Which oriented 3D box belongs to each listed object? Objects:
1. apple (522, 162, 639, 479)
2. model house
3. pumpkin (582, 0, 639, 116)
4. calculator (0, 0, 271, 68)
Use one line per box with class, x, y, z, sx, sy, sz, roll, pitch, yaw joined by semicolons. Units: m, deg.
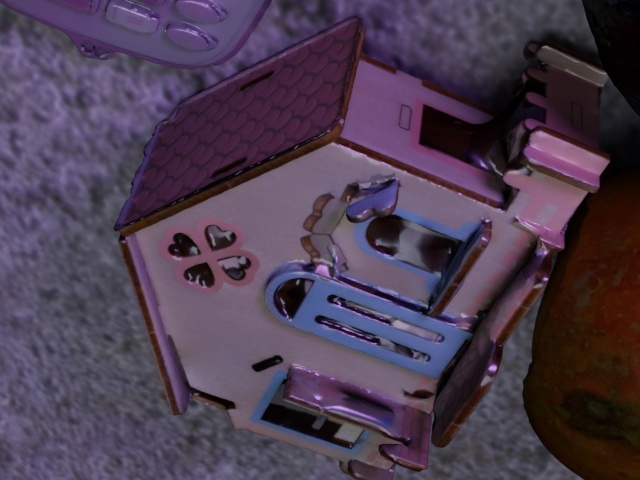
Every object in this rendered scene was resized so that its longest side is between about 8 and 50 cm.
apple;0.216;0.059;0.950;0.207;0.237;0.237;-1;131;20
model house;0.000;0.000;0.981;0.244;0.169;0.326;24;132;-8
pumpkin;0.249;-0.139;0.812;0.233;0.163;0.233;1;122;1
calculator;-0.099;-0.215;0.898;0.194;0.043;0.294;19;135;-7
